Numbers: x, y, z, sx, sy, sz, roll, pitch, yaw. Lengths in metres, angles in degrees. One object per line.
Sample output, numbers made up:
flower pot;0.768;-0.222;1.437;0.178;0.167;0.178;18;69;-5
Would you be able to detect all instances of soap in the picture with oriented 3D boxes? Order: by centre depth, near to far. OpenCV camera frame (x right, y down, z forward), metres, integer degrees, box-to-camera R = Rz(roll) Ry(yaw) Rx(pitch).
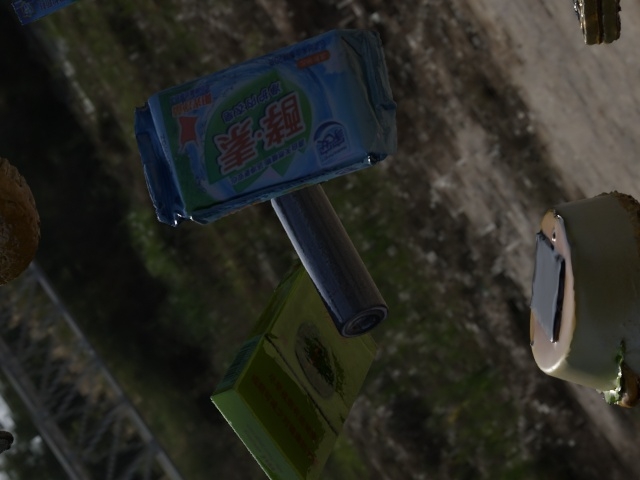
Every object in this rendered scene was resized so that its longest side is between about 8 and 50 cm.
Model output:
soap;-0.061;-0.121;1.441;0.077;0.293;0.156;10;-117;-70

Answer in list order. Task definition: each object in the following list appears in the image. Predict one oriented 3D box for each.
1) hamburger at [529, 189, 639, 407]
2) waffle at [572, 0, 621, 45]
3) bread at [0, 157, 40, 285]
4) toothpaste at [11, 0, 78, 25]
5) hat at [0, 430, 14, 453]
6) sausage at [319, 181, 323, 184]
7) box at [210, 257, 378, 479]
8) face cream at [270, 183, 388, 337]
hamburger;0.401;0.076;1.860;0.276;0.179;0.294;-110;22;-75
waffle;0.294;-0.288;1.431;0.148;0.042;0.102;62;-164;-64
bread;-0.515;-0.034;1.920;0.240;0.240;0.139;60;-157;-25
toothpaste;-0.187;-0.185;0.980;0.017;0.083;0.020;-69;-44;-75
hat;-0.352;0.214;1.173;0.085;0.175;0.147;41;-151;-16
sausage;0.031;-0.124;1.917;0.024;0.132;0.024;47;177;4
box;-0.025;0.178;1.810;0.187;0.047;0.335;55;-147;-17
face cream;0.000;0.000;1.786;0.283;0.073;0.073;61;174;29
